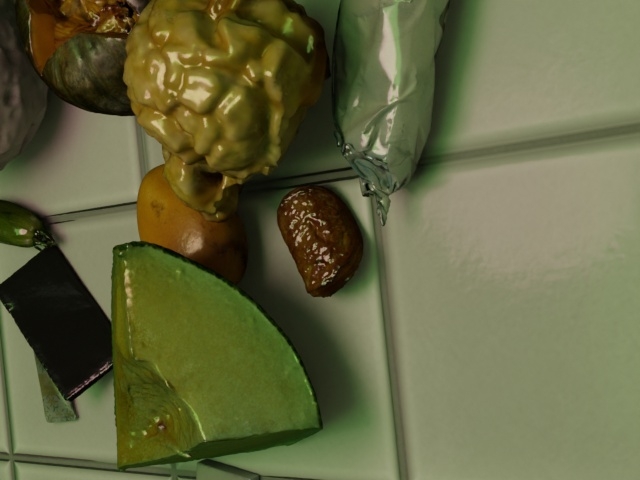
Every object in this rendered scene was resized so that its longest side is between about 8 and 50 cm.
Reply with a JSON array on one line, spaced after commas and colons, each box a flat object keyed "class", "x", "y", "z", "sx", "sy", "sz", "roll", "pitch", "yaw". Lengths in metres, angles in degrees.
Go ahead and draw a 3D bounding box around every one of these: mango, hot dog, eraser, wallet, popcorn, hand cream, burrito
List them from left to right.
[{"class": "hand cream", "x": -0.441, "y": 0.200, "z": 1.474, "sx": 0.067, "sy": 0.042, "sz": 0.194, "roll": -11, "pitch": 88, "yaw": 24}, {"class": "wallet", "x": -0.407, "y": 0.126, "z": 1.426, "sx": 0.124, "sy": 0.025, "sz": 0.244, "roll": -40, "pitch": 65, "yaw": -3}, {"class": "mango", "x": -0.181, "y": -0.018, "z": 1.233, "sx": 0.219, "sy": 0.112, "sz": 0.145, "roll": 52, "pitch": 121, "yaw": 32}, {"class": "popcorn", "x": -0.114, "y": -0.175, "z": 1.069, "sx": 0.225, "sy": 0.265, "sz": 0.332, "roll": 19, "pitch": 132, "yaw": -1}, {"class": "eraser", "x": -0.134, "y": 0.392, "z": 1.276, "sx": 0.104, "sy": 0.023, "sz": 0.150, "roll": 6, "pitch": 97, "yaw": 35}, {"class": "hot dog", "x": -0.002, "y": 0.001, "z": 1.129, "sx": 0.099, "sy": 0.065, "sz": 0.147, "roll": -44, "pitch": 58, "yaw": 30}, {"class": "burrito", "x": 0.081, "y": -0.238, "z": 1.028, "sx": 0.139, "sy": 0.101, "sz": 0.445, "roll": 18, "pitch": 105, "yaw": 42}]

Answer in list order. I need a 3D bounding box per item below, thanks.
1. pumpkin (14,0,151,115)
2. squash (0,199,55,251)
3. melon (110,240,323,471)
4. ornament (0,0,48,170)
[{"class": "pumpkin", "x": -0.271, "y": -0.323, "z": 1.221, "sx": 0.320, "sy": 0.192, "sz": 0.320, "roll": 1, "pitch": 92, "yaw": 35}, {"class": "squash", "x": -0.554, "y": -0.030, "z": 1.517, "sx": 0.319, "sy": 0.071, "sz": 0.080, "roll": 2, "pitch": 65, "yaw": 36}, {"class": "melon", "x": -0.186, "y": 0.189, "z": 1.173, "sx": 0.331, "sy": 0.226, "sz": 0.343, "roll": 36, "pitch": 155, "yaw": -8}, {"class": "ornament", "x": -0.570, "y": -0.243, "z": 1.366, "sx": 0.337, "sy": 0.337, "sz": 0.337, "roll": 3, "pitch": 95, "yaw": 36}]
